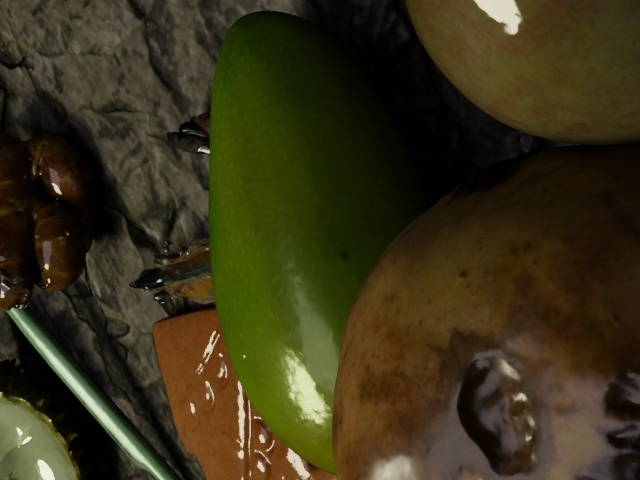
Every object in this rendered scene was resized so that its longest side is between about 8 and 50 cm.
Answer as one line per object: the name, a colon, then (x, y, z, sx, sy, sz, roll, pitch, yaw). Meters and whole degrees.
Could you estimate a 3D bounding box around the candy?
candy: (-0.257, 0.073, 1.594, 0.440, 0.119, 0.119, 47, 136, 5)

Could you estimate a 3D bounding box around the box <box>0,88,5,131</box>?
box: (-0.367, -0.137, 1.677, 0.198, 0.029, 0.109, 37, 131, 31)

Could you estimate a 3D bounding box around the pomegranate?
pomegranate: (0.165, 0.092, 1.019, 0.322, 0.322, 0.322, 21, 121, 40)

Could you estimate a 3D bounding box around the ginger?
ginger: (-0.240, -0.021, 1.551, 0.073, 0.103, 0.162, 68, -166, -75)

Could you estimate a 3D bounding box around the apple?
apple: (0.154, -0.176, 0.946, 0.256, 0.257, 0.234, 65, 153, 2)

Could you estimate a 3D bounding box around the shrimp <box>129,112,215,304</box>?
shrimp: (-0.092, -0.020, 1.424, 0.219, 0.046, 0.152, -20, 93, 45)

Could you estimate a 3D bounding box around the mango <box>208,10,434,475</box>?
mango: (0.000, 0.000, 1.254, 0.192, 0.156, 0.343, -29, 73, 56)

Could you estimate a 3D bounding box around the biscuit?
biscuit: (-0.038, 0.161, 1.449, 0.306, 0.043, 0.284, 40, 131, 28)

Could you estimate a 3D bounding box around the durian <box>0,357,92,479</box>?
durian: (-0.305, 0.177, 1.655, 0.252, 0.139, 0.144, 55, 173, -26)
